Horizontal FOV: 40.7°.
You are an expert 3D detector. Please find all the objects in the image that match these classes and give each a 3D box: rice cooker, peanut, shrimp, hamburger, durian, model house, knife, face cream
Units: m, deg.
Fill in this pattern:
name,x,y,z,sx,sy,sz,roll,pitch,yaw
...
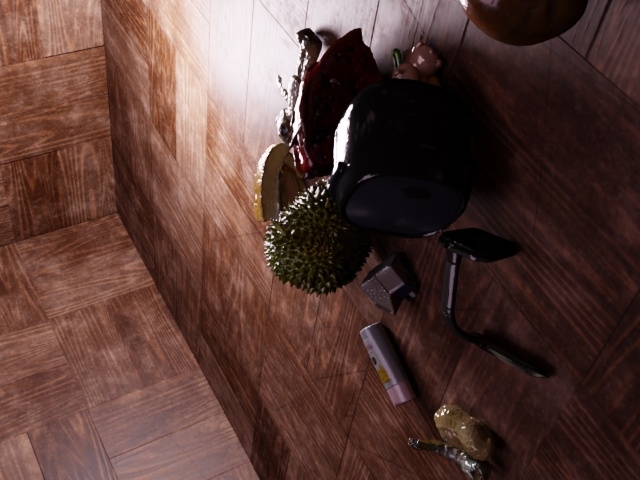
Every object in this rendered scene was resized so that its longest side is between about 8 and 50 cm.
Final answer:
name,x,y,z,sx,sy,sz,roll,pitch,yaw
rice cooker,0.142,-0.143,1.507,0.267,0.267,0.224,120,156,-59
peanut,0.301,0.402,1.794,0.174,0.080,0.080,31,134,56
shrimp,0.271,0.451,1.805,0.161,0.166,0.049,-147,77,-80
hamburger,-0.125,-0.148,2.239,0.155,0.135,0.208,15,118,60
durian,0.001,0.003,1.920,0.225,0.291,0.291,54,152,13
model house,0.160,0.095,1.885,0.100,0.088,0.100,48,122,-4
knife,0.163,-0.269,1.683,0.054,0.015,0.212,-154,49,-68
face cream,0.159,0.294,2.044,0.198,0.057,0.084,65,156,14

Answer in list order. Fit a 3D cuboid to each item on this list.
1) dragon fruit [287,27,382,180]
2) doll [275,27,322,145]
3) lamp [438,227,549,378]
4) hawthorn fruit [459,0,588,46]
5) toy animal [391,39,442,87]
name,x,y,z,sx,sy,sz,roll,pitch,yaw
dragon fruit,0.052,-0.212,1.789,0.240,0.302,0.330,33,164,12
doll,-0.042,-0.337,2.003,0.203,0.091,0.286,55,143,7
lamp,0.309,0.123,1.533,0.203,0.124,0.283,24,131,46
hawthorn fruit,0.268,-0.378,1.200,0.251,0.199,0.199,-125,24,-66
toy animal,0.171,-0.295,1.563,0.091,0.082,0.114,59,153,22
